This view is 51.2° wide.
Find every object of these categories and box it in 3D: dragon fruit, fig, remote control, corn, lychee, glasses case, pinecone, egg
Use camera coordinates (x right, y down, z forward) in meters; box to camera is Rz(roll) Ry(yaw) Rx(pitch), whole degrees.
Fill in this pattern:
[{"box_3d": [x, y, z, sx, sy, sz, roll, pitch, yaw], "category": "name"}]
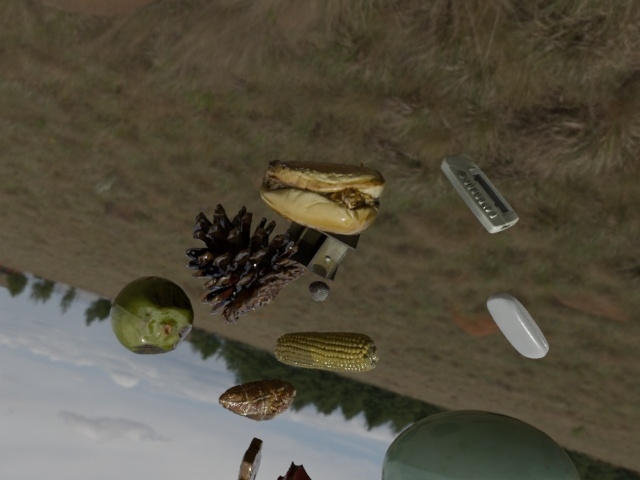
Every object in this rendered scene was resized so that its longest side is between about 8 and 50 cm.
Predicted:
[{"box_3d": [-0.067, 0.815, 2.028, 0.163, 0.261, 0.189, -27, 179, 4], "category": "dragon fruit"}, {"box_3d": [-0.508, 0.211, 1.960, 0.271, 0.239, 0.239, 19, 174, 46], "category": "fig"}, {"box_3d": [0.381, -0.117, 1.633, 0.090, 0.230, 0.049, -18, 152, -30], "category": "remote control"}, {"box_3d": [0.024, 0.389, 2.369, 0.388, 0.143, 0.144, 1, 163, 28], "category": "corn"}, {"box_3d": [-0.005, 0.167, 2.215, 0.083, 0.068, 0.067, -16, 153, 41], "category": "lychee"}, {"box_3d": [0.546, 0.236, 1.852, 0.233, 0.059, 0.092, 52, 143, -15], "category": "glasses case"}, {"box_3d": [-0.259, 0.052, 2.113, 0.385, 0.384, 0.384, 16, 169, 3], "category": "pinecone"}, {"box_3d": [0.297, 0.465, 1.277, 0.389, 0.275, 0.276, -3, 160, 37], "category": "egg"}]

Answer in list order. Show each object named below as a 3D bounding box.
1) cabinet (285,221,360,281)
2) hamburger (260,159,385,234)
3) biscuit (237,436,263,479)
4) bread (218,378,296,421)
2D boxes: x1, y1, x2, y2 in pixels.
[{"box_3d": [0.000, 0.000, 2.248, 0.215, 0.148, 0.174, 28, 127, -7], "category": "cabinet"}, {"box_3d": [0.003, -0.112, 1.591, 0.284, 0.174, 0.304, 14, -179, 4], "category": "hamburger"}, {"box_3d": [-0.227, 0.731, 1.963, 0.043, 0.301, 0.278, 13, 156, 4], "category": "biscuit"}, {"box_3d": [-0.148, 0.410, 1.704, 0.233, 0.104, 0.076, 6, -171, -38], "category": "bread"}]
